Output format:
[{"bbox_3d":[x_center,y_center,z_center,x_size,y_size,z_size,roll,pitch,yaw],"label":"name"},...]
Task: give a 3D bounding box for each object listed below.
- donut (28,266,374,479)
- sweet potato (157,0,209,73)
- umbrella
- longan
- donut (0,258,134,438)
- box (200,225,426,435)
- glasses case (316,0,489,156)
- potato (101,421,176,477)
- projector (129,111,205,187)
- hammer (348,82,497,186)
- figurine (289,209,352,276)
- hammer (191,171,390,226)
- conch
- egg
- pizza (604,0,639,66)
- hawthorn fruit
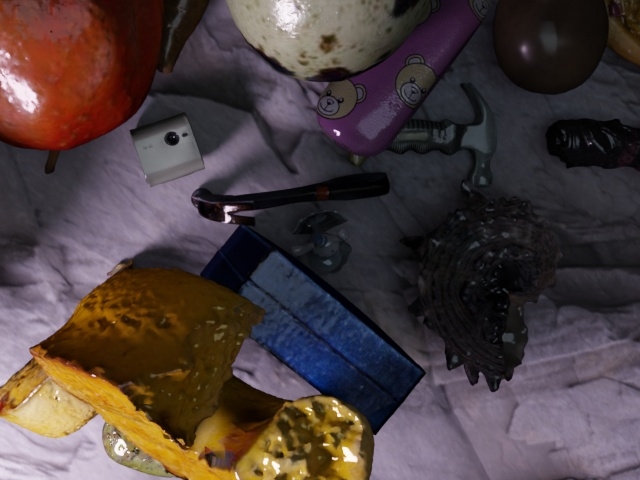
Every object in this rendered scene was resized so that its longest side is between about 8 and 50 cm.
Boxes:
[{"bbox_3d":[-0.143,0.186,1.043,0.435,0.378,0.163,48,63,-34],"label":"donut"},{"bbox_3d":[-0.183,-0.371,1.177,0.098,0.097,0.291,2,96,-12],"label":"sweet potato"},{"bbox_3d":[0.508,-0.141,1.354,0.326,0.094,0.090,5,111,-12],"label":"umbrella"},{"bbox_3d":[0.330,-0.302,1.255,0.189,0.189,0.189,-2,98,-11],"label":"longan"},{"bbox_3d":[-0.325,0.175,1.205,0.295,0.151,0.112,-48,114,-2],"label":"donut"},{"bbox_3d":[-0.022,0.107,1.184,0.261,0.279,0.116,39,87,-14],"label":"box"},{"bbox_3d":[0.119,-0.263,1.249,0.123,0.076,0.316,37,83,6],"label":"glasses case"},{"bbox_3d":[-0.224,0.301,1.288,0.198,0.054,0.119,23,90,-14],"label":"potato"},{"bbox_3d":[-0.214,-0.127,1.211,0.082,0.083,0.083,-20,102,-8],"label":"projector"},{"bbox_3d":[0.154,-0.154,1.304,0.227,0.041,0.158,-4,99,-11],"label":"hammer"},{"bbox_3d":[0.000,0.000,1.268,0.095,0.086,0.082,-14,64,-6],"label":"figurine"},{"bbox_3d":[-0.030,-0.064,1.249,0.290,0.137,0.037,-9,107,-19],"label":"hammer"},{"bbox_3d":[0.253,0.068,1.304,0.241,0.186,0.312,4,83,-27],"label":"conch"},{"bbox_3d":[0.014,-0.394,1.119,0.288,0.287,0.379,8,82,-12],"label":"egg"},{"bbox_3d":[0.513,-0.388,1.323,0.289,0.081,0.228,39,89,-12],"label":"pizza"},{"bbox_3d":[-0.335,-0.229,1.090,0.287,0.287,0.330,4,121,-12],"label":"hawthorn fruit"}]
